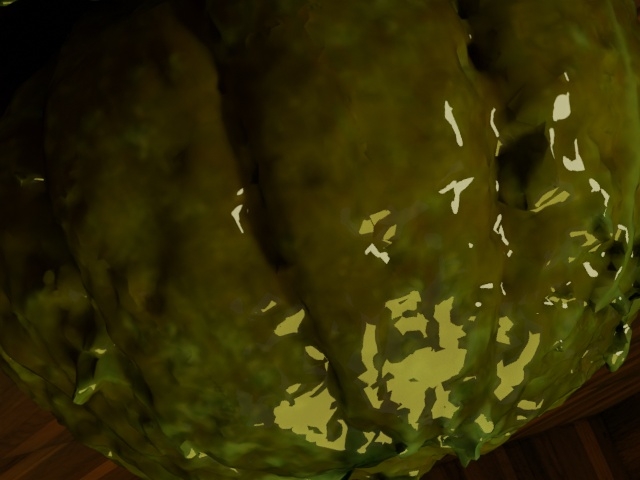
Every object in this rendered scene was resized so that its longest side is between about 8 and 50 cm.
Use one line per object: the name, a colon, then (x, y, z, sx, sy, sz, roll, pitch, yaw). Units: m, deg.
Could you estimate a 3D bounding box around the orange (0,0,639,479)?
orange: (0.000, 0.000, 0.774, 0.300, 0.223, 0.301, -11, 163, -26)
